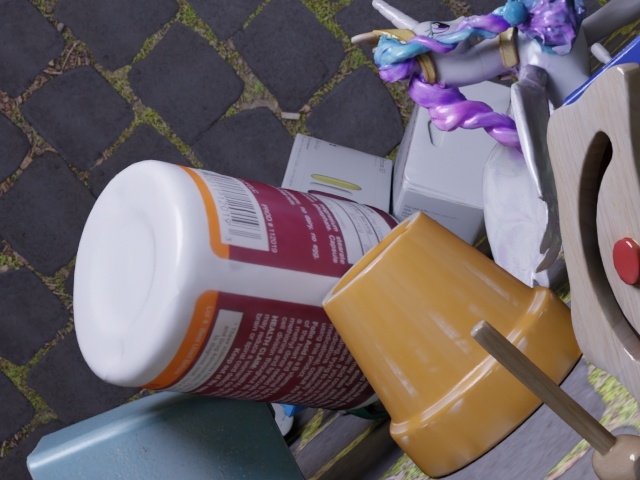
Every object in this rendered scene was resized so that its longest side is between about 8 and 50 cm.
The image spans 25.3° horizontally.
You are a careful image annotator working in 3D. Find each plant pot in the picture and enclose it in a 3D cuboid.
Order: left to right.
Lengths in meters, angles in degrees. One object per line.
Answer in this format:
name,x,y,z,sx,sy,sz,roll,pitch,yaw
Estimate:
plant pot,-0.145,0.281,1.560,0.252,0.247,0.248,-26,1,-7
plant pot,0.110,0.082,1.327,0.205,0.188,0.205,-43,3,3

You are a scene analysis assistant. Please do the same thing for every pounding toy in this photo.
pounding toy,0.187,0.031,0.836,0.155,0.269,0.154,-12,8,-21

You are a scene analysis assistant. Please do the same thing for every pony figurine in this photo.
pony figurine,0.246,-0.133,1.460,0.364,0.351,0.303,-16,-16,-6

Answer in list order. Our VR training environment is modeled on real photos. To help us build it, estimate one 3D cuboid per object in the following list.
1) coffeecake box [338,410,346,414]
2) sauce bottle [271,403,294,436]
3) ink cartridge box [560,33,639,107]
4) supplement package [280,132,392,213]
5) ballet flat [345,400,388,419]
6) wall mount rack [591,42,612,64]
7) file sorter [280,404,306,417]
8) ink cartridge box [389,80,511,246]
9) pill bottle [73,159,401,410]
coffeecake box,0.082,0.149,1.874,0.142,0.068,0.185,-44,4,-22
sauce bottle,-0.103,0.267,2.207,0.111,0.111,0.344,-44,2,-12
ink cartridge box,0.264,-0.046,0.938,0.097,0.207,0.046,-42,1,21
supplement package,0.000,0.000,1.927,0.262,0.145,0.204,-81,8,-69
ballet flat,0.125,0.127,1.705,0.247,0.083,0.087,-43,27,-2
wall mount rack,0.348,-0.145,1.915,0.350,0.130,0.304,-42,3,9
file sorter,-0.013,0.150,2.011,0.170,0.104,0.118,-22,-41,-52
ink cartridge box,0.157,-0.065,1.952,0.289,0.122,0.211,107,177,-59
pill bottle,-0.034,0.059,1.475,0.224,0.392,0.224,-20,64,51
